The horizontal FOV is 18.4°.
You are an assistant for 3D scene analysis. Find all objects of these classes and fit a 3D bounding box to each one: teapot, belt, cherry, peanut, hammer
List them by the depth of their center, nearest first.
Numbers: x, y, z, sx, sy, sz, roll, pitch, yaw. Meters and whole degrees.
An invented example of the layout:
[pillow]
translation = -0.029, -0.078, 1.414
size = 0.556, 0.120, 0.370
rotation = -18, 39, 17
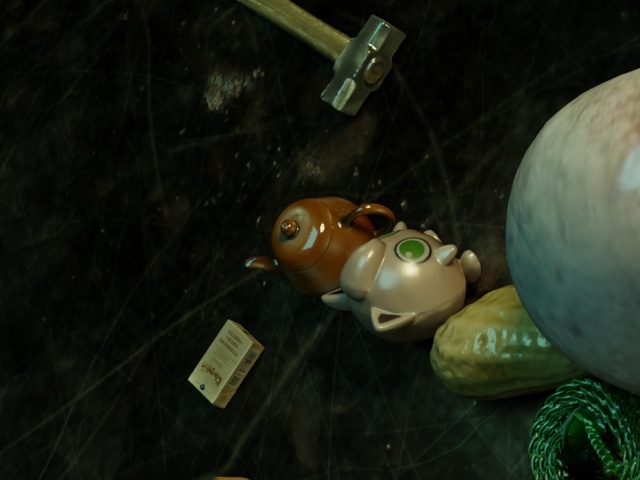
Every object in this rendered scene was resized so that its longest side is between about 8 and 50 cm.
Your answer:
[cherry]
translation = 0.301, -0.015, 1.655
size = 0.326, 0.335, 0.291
rotation = 5, 72, 43
[belt]
translation = 0.256, 0.190, 1.715
size = 0.151, 0.079, 0.121
rotation = 50, 120, 48
[peanut]
translation = 0.203, 0.090, 1.861
size = 0.226, 0.095, 0.108
rotation = -13, 60, 36
[teapot]
translation = 0.000, 0.000, 2.069
size = 0.173, 0.116, 0.116
rotation = -25, 57, 30
[hammer]
translation = -0.041, -0.257, 2.271
size = 0.365, 0.043, 0.111
rotation = 37, 99, 46

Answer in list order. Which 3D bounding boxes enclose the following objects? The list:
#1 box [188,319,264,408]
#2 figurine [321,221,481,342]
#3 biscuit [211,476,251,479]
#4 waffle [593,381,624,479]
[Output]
[box]
translation = -0.103, 0.135, 2.158
size = 0.053, 0.024, 0.083
rotation = 41, 101, 44
[figurine]
translation = 0.083, 0.043, 1.966
size = 0.138, 0.125, 0.125
rotation = -25, 44, -20
[biscuit]
translation = -0.070, 0.399, 1.814
size = 0.062, 0.385, 0.365
rotation = -7, 66, -7
[waffle]
translation = 0.301, 0.217, 1.749
size = 0.204, 0.054, 0.223
rotation = -5, 70, 40
